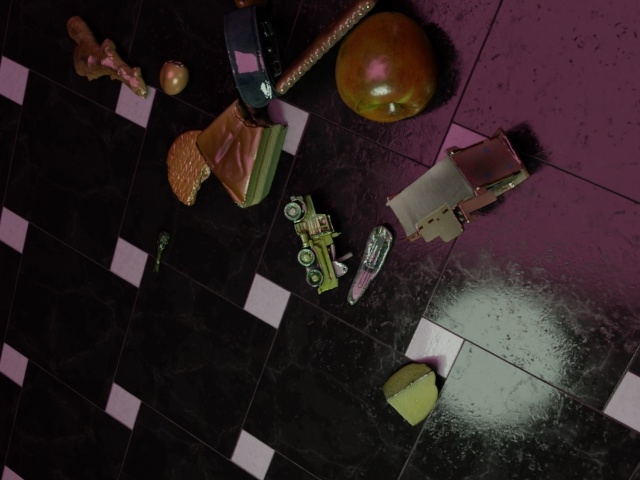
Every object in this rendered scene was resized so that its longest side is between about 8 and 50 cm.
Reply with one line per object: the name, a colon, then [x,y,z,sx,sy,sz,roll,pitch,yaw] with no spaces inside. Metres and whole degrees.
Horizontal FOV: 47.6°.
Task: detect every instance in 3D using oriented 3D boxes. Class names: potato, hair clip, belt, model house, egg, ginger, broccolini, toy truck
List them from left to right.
ginger: [-0.634,-0.525,2.119,0.333,0.081,0.148,33,98,15]
broccolini: [-0.481,0.035,2.194,0.035,0.030,0.140,9,114,-13]
egg: [-0.408,-0.451,2.018,0.080,0.080,0.096,29,109,18]
belt: [-0.159,-0.455,1.811,0.116,0.206,0.268,-13,75,11]
toy truck: [-0.004,-0.002,1.910,0.135,0.128,0.260,-21,90,3]
hair clip: [0.126,0.064,1.891,0.066,0.036,0.229,27,106,14]
potato: [0.254,0.392,1.895,0.149,0.081,0.120,-36,115,12]
model house: [0.338,-0.122,1.659,0.169,0.244,0.326,59,152,5]

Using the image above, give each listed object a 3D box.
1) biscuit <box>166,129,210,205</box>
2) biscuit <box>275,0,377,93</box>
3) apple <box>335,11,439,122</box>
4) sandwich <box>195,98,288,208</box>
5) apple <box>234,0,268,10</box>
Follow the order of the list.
biscuit: [-0.376,-0.222,2.078,0.144,0.033,0.224,32,113,19]
biscuit: [0.022,-0.487,1.728,0.044,0.217,0.325,45,119,-11]
apple: [0.158,-0.407,1.693,0.246,0.246,0.226,-4,79,27]
sandwich: [-0.177,-0.236,1.907,0.198,0.155,0.227,-36,85,28]
apple: [-0.179,-0.625,1.872,0.089,0.074,0.090,19,130,24]
